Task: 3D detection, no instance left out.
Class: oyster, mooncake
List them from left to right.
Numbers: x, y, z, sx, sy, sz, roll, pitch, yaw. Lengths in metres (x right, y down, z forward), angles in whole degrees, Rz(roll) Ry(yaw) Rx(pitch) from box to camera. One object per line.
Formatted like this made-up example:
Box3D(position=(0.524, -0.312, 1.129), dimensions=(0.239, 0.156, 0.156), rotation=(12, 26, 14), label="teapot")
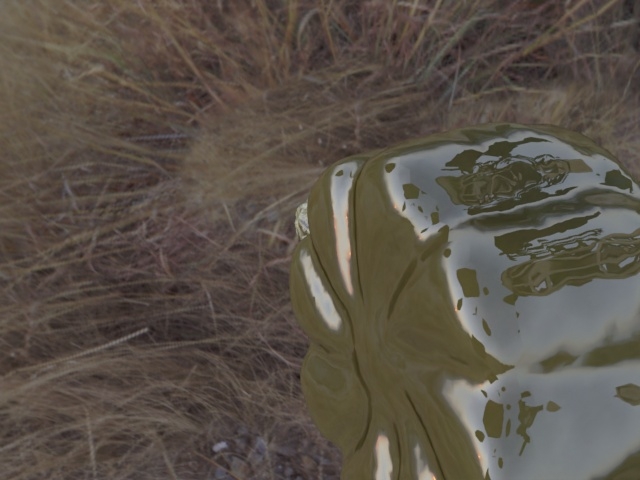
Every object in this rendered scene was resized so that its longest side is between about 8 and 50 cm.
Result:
Box3D(position=(0.002, -0.003, 0.864), dimensions=(0.053, 0.166, 0.108), rotation=(1, 105, -20), label="oyster")
Box3D(position=(0.114, 0.088, 0.606), dimensions=(0.201, 0.378, 0.378), rotation=(-7, 61, -18), label="mooncake")
